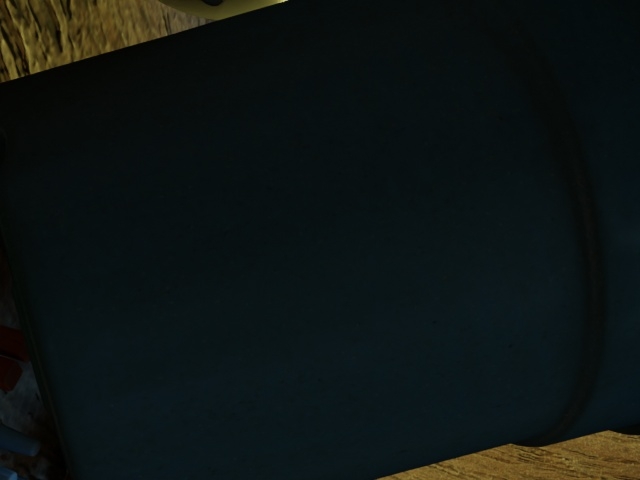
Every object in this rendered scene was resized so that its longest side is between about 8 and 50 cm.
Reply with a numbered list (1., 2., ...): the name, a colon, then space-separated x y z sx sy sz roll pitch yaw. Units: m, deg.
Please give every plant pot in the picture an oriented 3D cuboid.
1. plant pot: 0.000 0.000 0.491 0.341 0.334 0.341 165 -90 -74

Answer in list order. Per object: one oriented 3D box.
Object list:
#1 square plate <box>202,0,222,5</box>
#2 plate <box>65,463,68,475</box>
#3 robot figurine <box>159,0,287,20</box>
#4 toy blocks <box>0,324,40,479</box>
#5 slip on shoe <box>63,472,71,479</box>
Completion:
1. square plate: -0.103 -0.334 0.342 0.344 0.049 0.347 25 78 -59
2. plate: -0.203 0.169 0.792 0.188 0.024 0.188 15 90 -80
3. robot figurine: -0.055 -0.291 0.577 0.173 0.209 0.278 -10 -119 61
4. toy blocks: -0.185 0.068 0.391 0.123 0.148 0.054 -54 157 -64
5. slip on shoe: -0.136 0.108 0.747 0.101 0.123 0.331 67 30 -27
